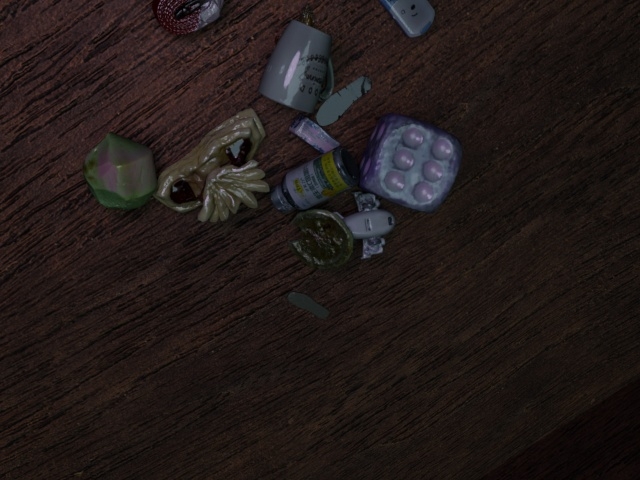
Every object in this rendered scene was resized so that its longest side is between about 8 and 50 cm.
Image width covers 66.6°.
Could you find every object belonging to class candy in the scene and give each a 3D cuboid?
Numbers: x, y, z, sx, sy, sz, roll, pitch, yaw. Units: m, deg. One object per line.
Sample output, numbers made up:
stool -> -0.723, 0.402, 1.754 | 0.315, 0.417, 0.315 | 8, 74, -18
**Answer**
candy -> -0.018, -0.348, 1.629 | 0.160, 0.092, 0.073 | 34, 98, -24

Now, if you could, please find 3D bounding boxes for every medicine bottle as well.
medicine bottle -> -0.026, -0.190, 1.618 | 0.293, 0.141, 0.141 | -23, 118, 26

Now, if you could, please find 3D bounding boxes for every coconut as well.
coconut -> -0.605, -0.213, 1.472 | 0.205, 0.236, 0.235 | -17, 114, -21

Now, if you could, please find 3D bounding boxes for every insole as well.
insole -> 0.077, -0.475, 1.652 | 0.232, 0.003, 0.080 | -40, 115, 3
insole -> -0.045, 0.251, 1.896 | 0.192, 0.010, 0.063 | 32, 101, -23

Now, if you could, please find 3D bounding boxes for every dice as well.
dice -> 0.289, -0.256, 1.619 | 0.270, 0.271, 0.270 | 19, 100, -8

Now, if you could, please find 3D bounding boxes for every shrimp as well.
shrimp -> -0.082, -0.650, 1.529 | 0.125, 0.034, 0.178 | -3, 121, -10

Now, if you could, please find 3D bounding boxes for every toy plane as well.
toy plane -> 0.151, -0.056, 1.771 | 0.253, 0.118, 0.251 | 0, 92, -11

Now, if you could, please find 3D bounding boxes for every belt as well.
belt -> -0.382, -0.680, 1.395 | 0.201, 0.124, 0.128 | -31, 132, -7

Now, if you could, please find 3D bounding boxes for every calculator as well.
calculator -> 0.278, -0.760, 1.573 | 0.121, 0.039, 0.210 | -45, 113, 4

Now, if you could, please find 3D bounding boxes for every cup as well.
cup -> -0.041, -0.530, 1.511 | 0.258, 0.186, 0.233 | 2, 119, -48

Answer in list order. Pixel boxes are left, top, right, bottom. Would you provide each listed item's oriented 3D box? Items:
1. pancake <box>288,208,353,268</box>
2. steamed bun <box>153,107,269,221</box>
pancake -> 0.000, 0.000, 1.731 | 0.254, 0.037, 0.253 | 10, 120, 18
steamed bun -> -0.319, -0.202, 1.566 | 0.428, 0.189, 0.247 | -37, 122, 1
